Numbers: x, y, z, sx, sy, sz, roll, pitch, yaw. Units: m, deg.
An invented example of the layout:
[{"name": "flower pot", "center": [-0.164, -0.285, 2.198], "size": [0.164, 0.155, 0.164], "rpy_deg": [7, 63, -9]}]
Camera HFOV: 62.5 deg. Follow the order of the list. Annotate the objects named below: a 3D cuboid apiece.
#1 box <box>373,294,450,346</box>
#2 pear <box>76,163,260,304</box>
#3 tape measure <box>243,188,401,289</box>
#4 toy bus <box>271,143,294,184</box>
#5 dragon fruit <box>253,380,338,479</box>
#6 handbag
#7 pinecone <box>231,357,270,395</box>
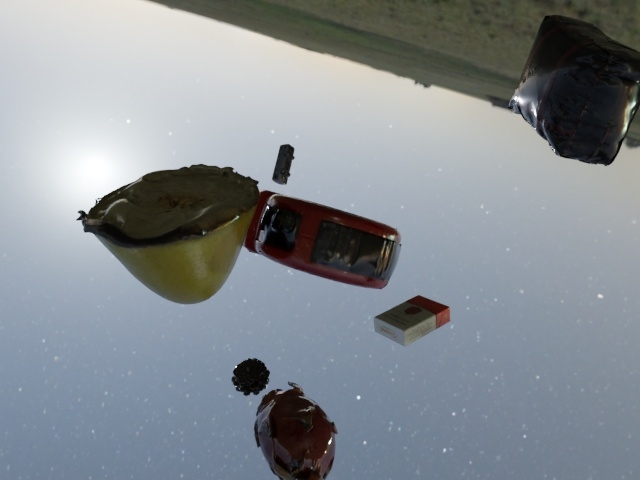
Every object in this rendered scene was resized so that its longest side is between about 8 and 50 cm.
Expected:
[{"name": "box", "center": [0.211, 0.181, 1.216], "size": [0.152, 0.048, 0.100], "rpy_deg": [-18, -155, -33]}, {"name": "pear", "center": [-0.198, 0.006, 0.773], "size": [0.267, 0.177, 0.267], "rpy_deg": [-6, -154, 3]}, {"name": "tape measure", "center": [0.001, 0.000, 0.868], "size": [0.253, 0.113, 0.260], "rpy_deg": [15, -177, -22]}, {"name": "toy bus", "center": [-0.118, -0.240, 1.663], "size": [0.052, 0.130, 0.037], "rpy_deg": [1, 162, 36]}, {"name": "dragon fruit", "center": [-0.070, 0.561, 1.511], "size": [0.251, 0.250, 0.315], "rpy_deg": [10, -165, -16]}, {"name": "handbag", "center": [0.393, -0.230, 0.812], "size": [0.155, 0.169, 0.215], "rpy_deg": [9, -144, -13]}, {"name": "pinecone", "center": [-0.249, 0.499, 1.906], "size": [0.140, 0.120, 0.140], "rpy_deg": [-8, -131, 9]}]
